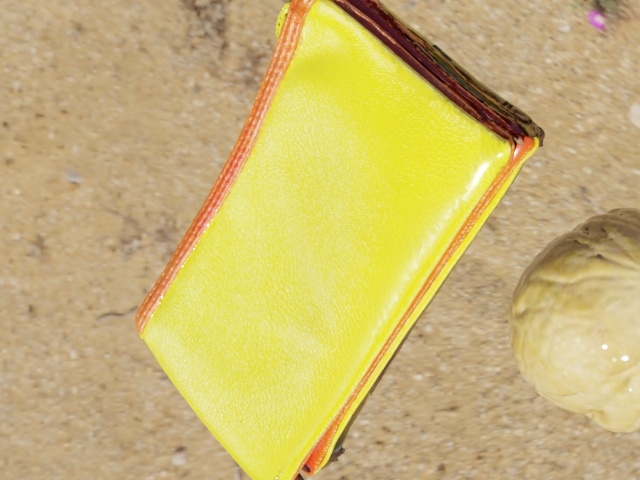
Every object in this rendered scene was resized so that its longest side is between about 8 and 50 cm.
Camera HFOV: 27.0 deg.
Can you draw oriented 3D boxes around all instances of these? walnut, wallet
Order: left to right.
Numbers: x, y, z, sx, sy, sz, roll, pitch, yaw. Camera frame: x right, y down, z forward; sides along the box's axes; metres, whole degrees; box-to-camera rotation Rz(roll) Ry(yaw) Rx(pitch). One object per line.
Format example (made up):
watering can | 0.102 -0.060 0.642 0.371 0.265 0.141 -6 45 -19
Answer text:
wallet | 0.000 0.000 0.677 0.141 0.067 0.241 44 123 21
walnut | 0.407 0.111 1.811 0.332 0.333 0.333 -2 86 29
